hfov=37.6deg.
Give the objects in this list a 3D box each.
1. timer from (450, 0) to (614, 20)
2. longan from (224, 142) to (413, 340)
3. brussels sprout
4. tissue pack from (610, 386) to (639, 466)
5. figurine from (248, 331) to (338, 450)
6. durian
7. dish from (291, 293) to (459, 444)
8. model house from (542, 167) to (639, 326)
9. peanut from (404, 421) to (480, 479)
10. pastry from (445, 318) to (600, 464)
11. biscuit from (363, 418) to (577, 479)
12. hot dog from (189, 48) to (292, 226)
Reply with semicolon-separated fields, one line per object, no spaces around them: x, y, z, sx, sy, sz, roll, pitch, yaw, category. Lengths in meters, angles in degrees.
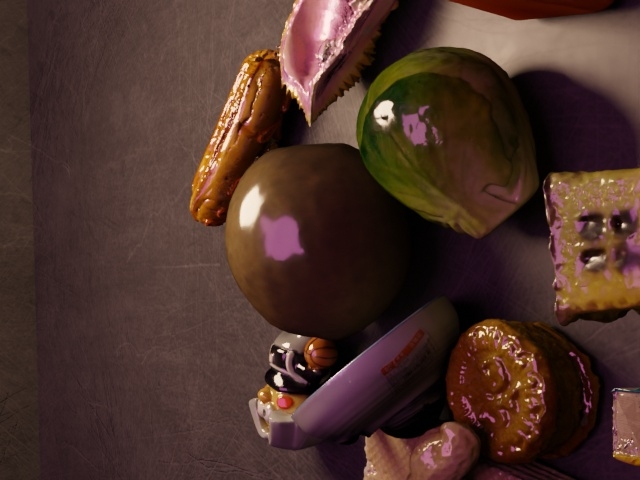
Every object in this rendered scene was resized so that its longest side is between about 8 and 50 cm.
0.235;-0.398;1.094;0.161;0.250;0.258;22;107;52;timer
-0.001;0.002;1.396;0.297;0.297;0.297;-2;88;54;longan
0.171;-0.129;1.229;0.271;0.210;0.219;52;136;20;brussels sprout
0.389;0.190;0.943;0.120;0.169;0.082;-8;78;53;tissue pack
-0.033;0.226;1.546;0.176;0.132;0.237;-158;76;-68;figurine
0.049;-0.358;1.478;0.341;0.112;0.191;-59;36;23;durian
0.104;0.208;1.287;0.134;0.273;0.273;53;133;10;dish
0.373;0.004;0.952;0.234;0.193;0.175;0;89;51;model house
0.150;0.296;1.198;0.082;0.082;0.187;50;140;42;peanut
0.250;0.190;1.187;0.188;0.103;0.189;0;90;53;pastry
0.208;0.341;1.262;0.426;0.078;0.144;16;103;54;biscuit
-0.135;-0.181;1.711;0.158;0.117;0.349;-103;36;-65;hot dog
